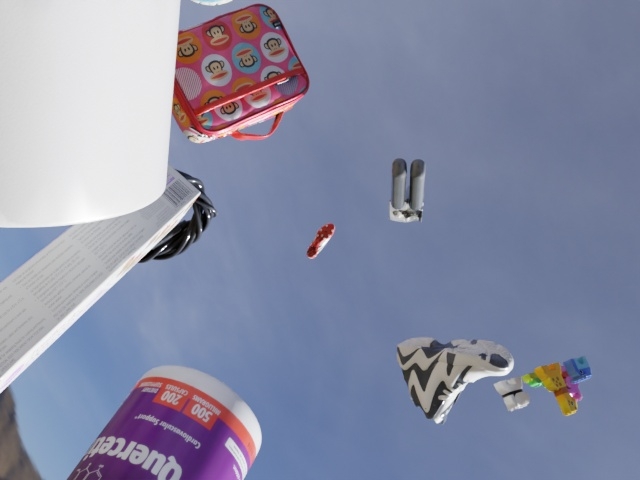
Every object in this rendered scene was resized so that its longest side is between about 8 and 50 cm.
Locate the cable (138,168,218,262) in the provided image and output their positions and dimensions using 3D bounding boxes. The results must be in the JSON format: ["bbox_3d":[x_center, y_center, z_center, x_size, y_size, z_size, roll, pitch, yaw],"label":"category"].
[{"bbox_3d":[-0.226,-0.034,0.953,0.047,0.184,0.151,-96,-166,-61],"label":"cable"}]

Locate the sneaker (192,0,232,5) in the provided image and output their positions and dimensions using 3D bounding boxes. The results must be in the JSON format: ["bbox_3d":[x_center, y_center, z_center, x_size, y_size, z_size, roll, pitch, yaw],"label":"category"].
[{"bbox_3d":[-0.099,-0.332,0.866,0.073,0.162,0.063,44,36,-61],"label":"sneaker"}]

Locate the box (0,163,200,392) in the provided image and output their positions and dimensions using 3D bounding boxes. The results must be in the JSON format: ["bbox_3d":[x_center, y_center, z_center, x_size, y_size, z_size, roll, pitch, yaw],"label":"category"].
[{"bbox_3d":[-0.232,0.024,0.725,0.067,0.324,0.063,41,-50,-5],"label":"box"}]

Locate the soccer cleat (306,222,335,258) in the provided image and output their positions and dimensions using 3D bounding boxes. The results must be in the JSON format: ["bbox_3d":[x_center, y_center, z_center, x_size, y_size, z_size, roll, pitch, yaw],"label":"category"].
[{"bbox_3d":[0.000,0.000,1.487,0.029,0.083,0.035,34,2,3],"label":"soccer cleat"}]

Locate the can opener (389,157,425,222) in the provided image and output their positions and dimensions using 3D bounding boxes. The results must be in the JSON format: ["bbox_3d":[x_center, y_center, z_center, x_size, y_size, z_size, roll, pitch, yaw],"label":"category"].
[{"bbox_3d":[0.186,-0.115,1.587,0.283,0.076,0.095,78,17,-67],"label":"can opener"}]

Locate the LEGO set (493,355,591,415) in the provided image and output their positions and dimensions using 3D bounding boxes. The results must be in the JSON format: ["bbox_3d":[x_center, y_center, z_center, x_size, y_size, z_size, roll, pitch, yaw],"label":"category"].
[{"bbox_3d":[0.437,0.277,1.360,0.087,0.227,0.093,-42,-120,46],"label":"LEGO set"}]

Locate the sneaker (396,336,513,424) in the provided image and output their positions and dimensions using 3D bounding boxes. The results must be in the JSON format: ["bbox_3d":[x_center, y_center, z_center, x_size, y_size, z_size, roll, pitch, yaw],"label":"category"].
[{"bbox_3d":[0.246,0.263,1.343,0.235,0.094,0.153,-3,-82,37],"label":"sneaker"}]

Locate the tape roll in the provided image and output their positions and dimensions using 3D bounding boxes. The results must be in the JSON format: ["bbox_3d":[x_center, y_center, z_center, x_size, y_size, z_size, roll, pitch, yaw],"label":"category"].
[{"bbox_3d":[-0.233,-0.130,0.555,0.246,0.246,0.169,30,-60,44],"label":"tape roll"}]

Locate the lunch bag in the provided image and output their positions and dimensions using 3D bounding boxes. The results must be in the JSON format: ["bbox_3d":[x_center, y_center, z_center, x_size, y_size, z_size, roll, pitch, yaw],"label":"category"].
[{"bbox_3d":[-0.178,-0.326,1.527,0.258,0.293,0.120,64,-26,-6],"label":"lunch bag"}]

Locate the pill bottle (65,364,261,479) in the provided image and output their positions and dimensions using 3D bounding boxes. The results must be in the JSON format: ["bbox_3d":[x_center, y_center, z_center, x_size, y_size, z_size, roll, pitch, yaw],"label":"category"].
[{"bbox_3d":[-0.212,0.316,0.862,0.181,0.323,0.181,16,-44,16],"label":"pill bottle"}]
